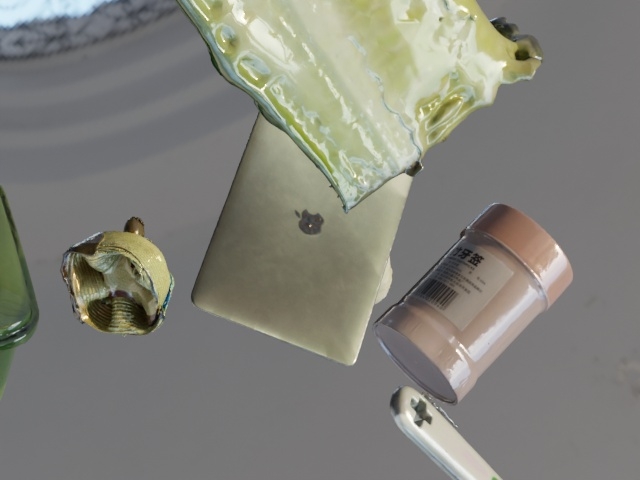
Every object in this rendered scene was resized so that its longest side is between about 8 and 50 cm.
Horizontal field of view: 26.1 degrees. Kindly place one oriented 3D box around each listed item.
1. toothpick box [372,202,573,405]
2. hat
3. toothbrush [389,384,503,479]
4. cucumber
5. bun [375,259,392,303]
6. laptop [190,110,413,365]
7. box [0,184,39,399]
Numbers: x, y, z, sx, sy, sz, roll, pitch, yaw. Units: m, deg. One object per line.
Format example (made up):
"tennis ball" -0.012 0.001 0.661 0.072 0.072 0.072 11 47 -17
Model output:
"toothpick box" 0.128 0.053 1.158 0.149 0.098 0.098 -45 -148 -16
"hat" -0.145 0.027 1.016 0.076 0.077 0.059 2 -150 21
"toothbrush" 0.188 0.233 0.971 0.040 0.418 0.042 -25 -149 35
"cucumber" -0.031 -0.168 0.627 0.145 0.325 0.105 -41 -144 -4
"bun" 0.000 0.000 1.835 0.133 0.231 0.231 -25 -149 -8
"laptop" -0.013 -0.017 1.478 0.015 0.188 0.269 132 -22 -67
"box" -0.470 0.070 1.400 0.329 0.178 0.253 -7 -131 -22
